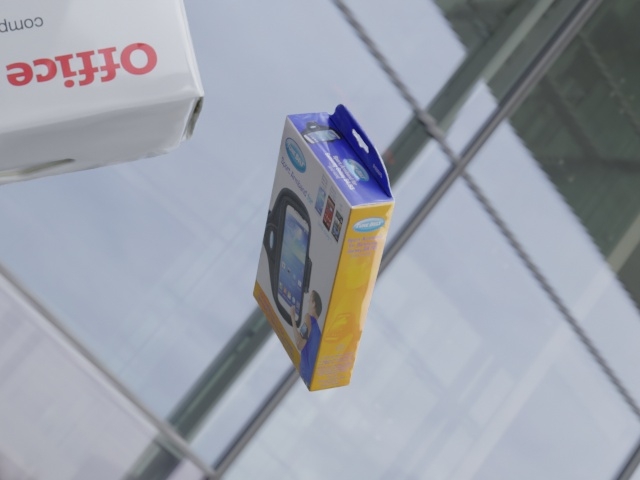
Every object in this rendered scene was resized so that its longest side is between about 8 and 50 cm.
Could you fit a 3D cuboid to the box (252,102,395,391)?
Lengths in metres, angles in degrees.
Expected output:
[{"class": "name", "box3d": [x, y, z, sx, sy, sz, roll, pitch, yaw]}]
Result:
[{"class": "box", "box3d": [0.000, 0.000, 0.674, 0.081, 0.028, 0.136, -124, -146, -44]}]

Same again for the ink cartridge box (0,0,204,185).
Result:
[{"class": "ink cartridge box", "box3d": [-0.197, -0.183, 0.754, 0.121, 0.211, 0.289, 141, -64, -77]}]
